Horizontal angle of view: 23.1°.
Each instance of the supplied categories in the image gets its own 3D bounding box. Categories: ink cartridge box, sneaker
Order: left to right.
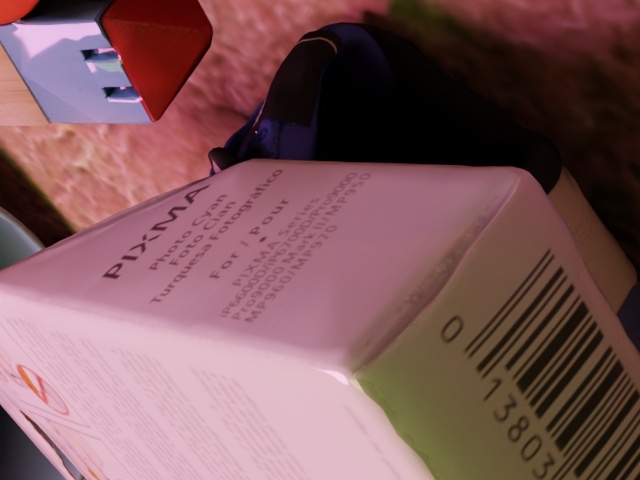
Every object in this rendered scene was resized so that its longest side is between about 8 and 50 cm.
[{"bbox_3d":[0.001,0.000,0.665,0.315,0.127,0.182,-6,126,43],"label":"sneaker"},{"bbox_3d":[0.004,0.105,0.634,0.385,0.091,0.308,9,140,55],"label":"ink cartridge box"}]

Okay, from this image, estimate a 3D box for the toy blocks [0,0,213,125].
[{"bbox_3d":[-0.142,-0.177,0.532,0.260,0.191,0.381,3,137,31],"label":"toy blocks"}]

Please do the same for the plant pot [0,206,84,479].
[{"bbox_3d":[-0.317,0.084,0.982,0.293,0.293,0.235,53,163,-25],"label":"plant pot"}]
